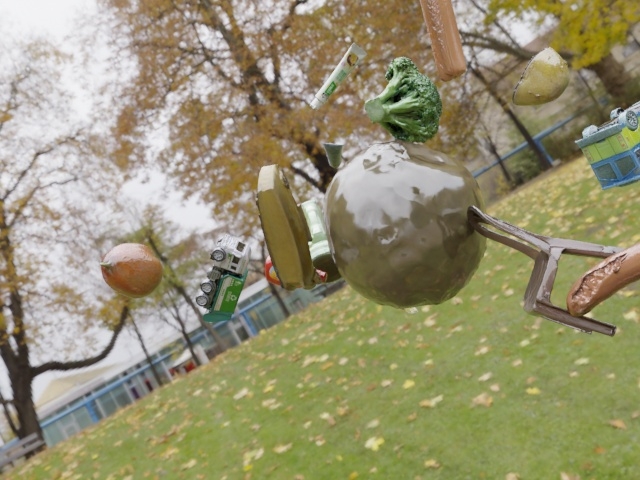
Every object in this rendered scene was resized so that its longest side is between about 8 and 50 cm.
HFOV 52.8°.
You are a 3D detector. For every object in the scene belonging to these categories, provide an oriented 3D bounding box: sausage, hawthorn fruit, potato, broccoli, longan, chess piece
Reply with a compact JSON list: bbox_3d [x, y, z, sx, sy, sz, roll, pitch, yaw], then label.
[{"bbox_3d":[0.537,0.052,1.125,0.078,0.078,0.304,-25,-13,-38],"label":"sausage"},{"bbox_3d":[-0.658,0.094,2.182,0.199,0.199,0.251,-32,-23,13],"label":"hawthorn fruit"},{"bbox_3d":[0.715,-0.495,2.035,0.202,0.117,0.182,-40,-29,-20],"label":"potato"},{"bbox_3d":[0.253,-0.414,1.968,0.242,0.261,0.269,-23,2,-36],"label":"broccoli"},{"bbox_3d":[0.202,-0.053,1.582,0.404,0.435,0.404,-5,-35,-4],"label":"longan"},{"bbox_3d":[0.000,0.000,2.295,0.176,0.298,0.175,-8,-45,-8],"label":"chess piece"},{"bbox_3d":[0.348,-0.600,1.838,0.086,0.289,0.086,-14,4,1],"label":"sausage"}]

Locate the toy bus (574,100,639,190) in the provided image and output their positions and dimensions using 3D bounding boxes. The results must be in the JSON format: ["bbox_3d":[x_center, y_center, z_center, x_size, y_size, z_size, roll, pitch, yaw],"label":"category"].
[{"bbox_3d":[0.894,-0.289,1.821,0.312,0.190,0.152,-31,2,-29],"label":"toy bus"}]

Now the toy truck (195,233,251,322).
[{"bbox_3d":[-0.279,0.115,1.855,0.114,0.124,0.253,-86,18,-68],"label":"toy truck"}]

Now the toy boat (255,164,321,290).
[{"bbox_3d":[-0.077,-0.028,1.550,0.089,0.321,0.121,-9,19,24],"label":"toy boat"}]

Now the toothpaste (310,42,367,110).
[{"bbox_3d":[0.068,-0.676,2.694,0.314,0.056,0.058,-50,-15,17],"label":"toothpaste"}]

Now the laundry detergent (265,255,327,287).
[{"bbox_3d":[-0.064,0.090,1.713,0.049,0.165,0.097,-61,-22,-51],"label":"laundry detergent"}]

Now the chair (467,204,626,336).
[{"bbox_3d":[0.442,0.061,1.334,0.175,0.326,0.183,38,-111,-79],"label":"chair"}]

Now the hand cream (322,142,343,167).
[{"bbox_3d":[0.060,-0.367,2.760,0.088,0.055,0.256,9,-10,6],"label":"hand cream"}]

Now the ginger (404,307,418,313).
[{"bbox_3d":[0.284,0.219,2.273,0.137,0.044,0.057,17,60,42],"label":"ginger"}]
